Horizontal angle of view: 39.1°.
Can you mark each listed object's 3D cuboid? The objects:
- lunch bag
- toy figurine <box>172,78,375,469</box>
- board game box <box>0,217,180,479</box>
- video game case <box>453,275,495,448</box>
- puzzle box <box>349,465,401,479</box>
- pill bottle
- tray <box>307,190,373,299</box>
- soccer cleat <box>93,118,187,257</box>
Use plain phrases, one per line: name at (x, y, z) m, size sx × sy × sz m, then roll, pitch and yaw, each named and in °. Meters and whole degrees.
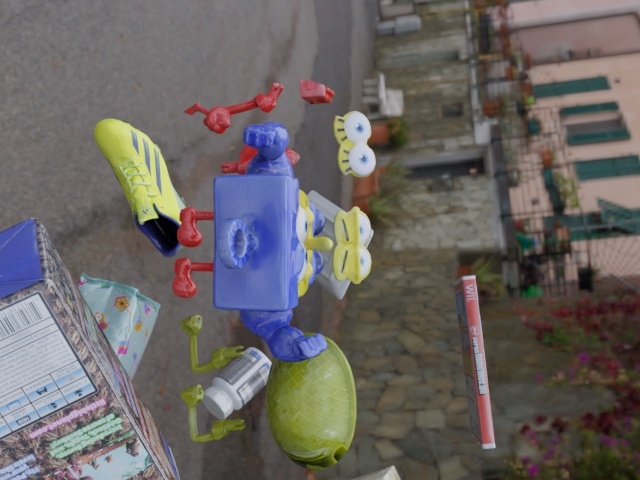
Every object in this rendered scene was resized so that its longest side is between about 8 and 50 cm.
lunch bag at (-0.435, 0.206, 1.861) m, size 0.262 × 0.160 × 0.223 m, roll 78°, pitch 28°, yaw -76°
toy figurine at (-0.067, 0.030, 0.764) m, size 0.217 × 0.191 × 0.362 m, roll 4°, pitch 89°, yaw -79°
board game box at (-0.278, 0.169, 0.780) m, size 0.141 × 0.232 × 0.291 m, roll 49°, pitch -18°, yaw 60°
video game case at (0.268, 0.209, 1.583) m, size 0.204 × 0.025 × 0.285 m, roll 50°, pitch 34°, yaw -83°
puzzle box at (0.044, 0.498, 1.057) m, size 0.409 × 0.272 × 0.052 m, roll 67°, pitch 19°, yaw 3°
pill bottle at (-0.160, 0.277, 1.744) m, size 0.137 × 0.078 × 0.078 m, roll -41°, pitch 135°, yaw -30°
tray at (0.000, 0.000, 1.735) m, size 0.145 × 0.030 × 0.270 m, roll -64°, pitch -148°, yaw 7°
soccer cleat at (-0.327, -0.095, 1.675) m, size 0.289 × 0.093 × 0.121 m, roll 60°, pitch 24°, yaw -28°
